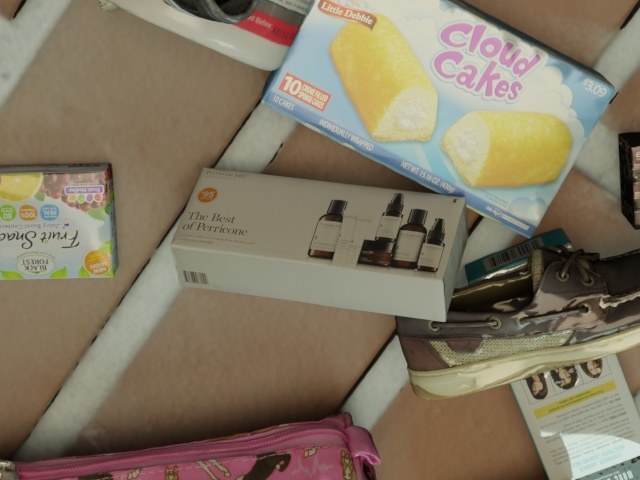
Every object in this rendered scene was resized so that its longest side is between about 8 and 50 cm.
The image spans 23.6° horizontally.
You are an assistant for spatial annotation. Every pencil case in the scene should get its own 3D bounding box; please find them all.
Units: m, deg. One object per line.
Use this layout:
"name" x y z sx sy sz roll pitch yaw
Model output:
"pencil case" -0.132 0.256 1.394 0.386 0.167 0.160 -7 70 2

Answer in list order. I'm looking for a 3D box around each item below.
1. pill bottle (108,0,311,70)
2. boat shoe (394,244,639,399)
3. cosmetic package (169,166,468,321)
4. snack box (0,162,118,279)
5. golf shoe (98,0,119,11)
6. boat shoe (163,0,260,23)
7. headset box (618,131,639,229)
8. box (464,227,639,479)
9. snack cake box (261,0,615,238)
"pill bottle" -0.049 -0.312 1.222 0.176 0.176 0.318 24 98 -6
"boat shoe" 0.199 0.051 1.302 0.285 0.103 0.092 -20 109 12
"cosmetic package" 0.000 0.000 1.314 0.239 0.099 0.060 7 138 15
"snack box" -0.257 -0.016 1.380 0.141 0.037 0.100 -2 106 1
"golf shoe" -0.163 -0.282 1.296 0.086 0.069 0.176 -3 106 -5
"boat shoe" -0.074 -0.300 1.060 0.108 0.102 0.301 -5 108 -26
"headset box" 0.285 -0.058 1.354 0.032 0.062 0.083 -4 104 1
"box" 0.223 0.120 1.403 0.100 0.060 0.244 -21 104 7
"snack cake box" 0.099 -0.133 1.321 0.264 0.089 0.152 26 104 -7
